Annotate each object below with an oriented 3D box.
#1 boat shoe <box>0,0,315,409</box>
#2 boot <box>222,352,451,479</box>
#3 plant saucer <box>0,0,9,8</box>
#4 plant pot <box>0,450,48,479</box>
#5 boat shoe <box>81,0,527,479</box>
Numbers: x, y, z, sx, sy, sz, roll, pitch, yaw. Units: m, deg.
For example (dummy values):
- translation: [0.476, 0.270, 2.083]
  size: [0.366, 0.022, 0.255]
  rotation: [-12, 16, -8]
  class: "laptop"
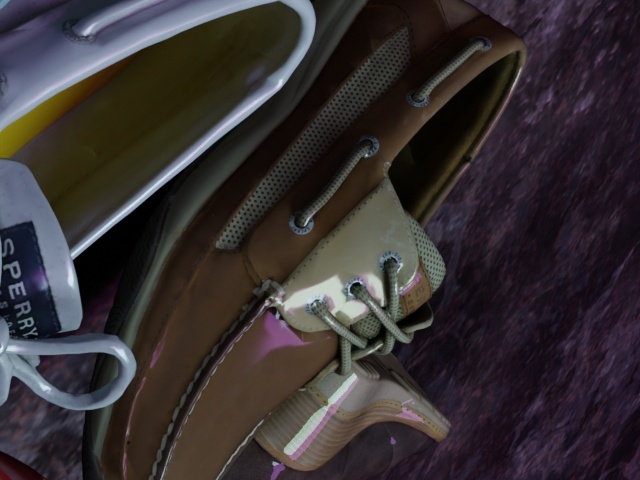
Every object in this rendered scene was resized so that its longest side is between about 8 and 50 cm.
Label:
- translation: [-0.135, 0.004, 0.641]
  size: [0.367, 0.156, 0.136]
  rotation: [-41, 152, -29]
  class: "boat shoe"
- translation: [-0.028, 0.152, 1.156]
  size: [0.207, 0.090, 0.248]
  rotation: [-44, 160, 7]
  class: "boot"
- translation: [-0.148, -0.180, 0.503]
  size: [0.317, 0.044, 0.317]
  rotation: [-39, 149, -30]
  class: "plant saucer"
- translation: [-0.172, 0.183, 0.777]
  size: [0.191, 0.191, 0.174]
  rotation: [-52, 165, -6]
  class: "plant pot"
- translation: [0.000, 0.000, 0.851]
  size: [0.324, 0.120, 0.122]
  rotation: [-62, 160, -20]
  class: "boat shoe"
